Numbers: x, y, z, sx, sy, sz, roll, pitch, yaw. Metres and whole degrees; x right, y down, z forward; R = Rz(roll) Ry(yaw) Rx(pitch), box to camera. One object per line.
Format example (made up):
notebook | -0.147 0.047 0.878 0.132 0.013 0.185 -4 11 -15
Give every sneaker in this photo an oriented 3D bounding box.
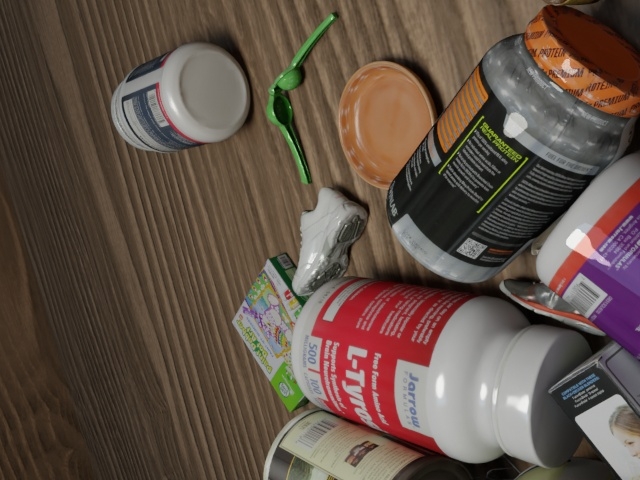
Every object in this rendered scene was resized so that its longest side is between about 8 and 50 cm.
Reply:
sneaker | 0.321 0.074 0.866 0.158 0.061 0.065 24 94 40
sneaker | 0.000 0.000 1.176 0.115 0.090 0.232 51 127 32

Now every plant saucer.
plant saucer | 0.108 -0.180 1.008 0.200 0.037 0.200 20 118 43

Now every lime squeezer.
lime squeezer | -0.047 -0.257 1.139 0.110 0.059 0.310 35 128 36

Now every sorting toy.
sorting toy | 0.323 -0.015 0.830 0.083 0.045 0.075 10 105 46

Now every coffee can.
coffee can | 0.069 0.388 0.978 0.275 0.201 0.201 5 108 53

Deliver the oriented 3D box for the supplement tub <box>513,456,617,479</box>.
supplement tub | 0.276 0.394 0.713 0.235 0.325 0.235 -1 88 30

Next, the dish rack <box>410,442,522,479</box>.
dish rack | 0.232 0.411 0.985 0.271 0.074 0.208 44 112 51

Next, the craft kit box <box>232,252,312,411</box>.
craft kit box | -0.068 0.196 1.343 0.250 0.061 0.246 53 139 21

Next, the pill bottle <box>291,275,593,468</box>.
pill bottle | 0.165 0.183 0.937 0.407 0.229 0.229 5 108 48

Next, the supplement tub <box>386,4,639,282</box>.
supplement tub | 0.231 -0.107 0.777 0.193 0.193 0.316 54 138 19

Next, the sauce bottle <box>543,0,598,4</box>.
sauce bottle | 0.285 -0.278 0.698 0.042 0.128 0.042 21 120 41

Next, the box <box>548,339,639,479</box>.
box | 0.418 0.238 0.722 0.290 0.169 0.087 54 139 17

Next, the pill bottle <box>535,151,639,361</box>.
pill bottle | 0.399 0.065 0.655 0.323 0.181 0.181 43 133 23

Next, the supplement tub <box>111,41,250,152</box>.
supplement tub | -0.289 -0.280 1.298 0.272 0.191 0.191 0 104 49
